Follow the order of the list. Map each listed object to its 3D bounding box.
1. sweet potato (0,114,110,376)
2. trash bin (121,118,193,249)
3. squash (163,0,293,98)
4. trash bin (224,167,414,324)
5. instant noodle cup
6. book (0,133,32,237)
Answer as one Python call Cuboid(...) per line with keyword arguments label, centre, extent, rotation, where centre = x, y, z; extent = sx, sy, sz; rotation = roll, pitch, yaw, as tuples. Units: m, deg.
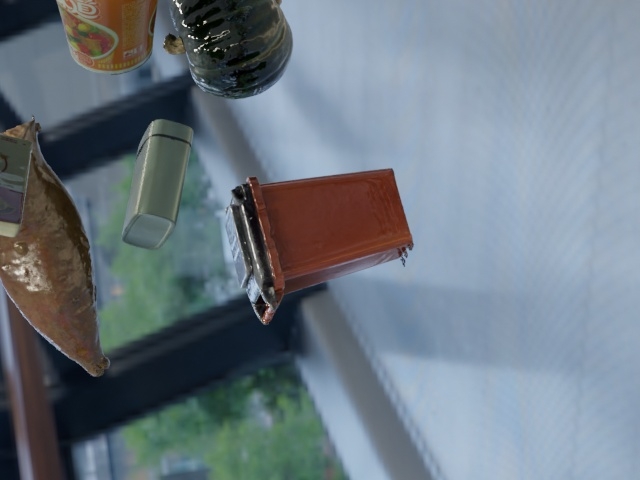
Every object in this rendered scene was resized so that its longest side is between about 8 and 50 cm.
Cuboid(label="sweet potato", centre=(-0.341, 0.017, 1.871), extent=(0.131, 0.131, 0.337), rotation=(-127, 13, -67))
Cuboid(label="trash bin", centre=(-0.204, -0.069, 1.895), extent=(0.116, 0.059, 0.130), rotation=(131, 150, -63))
Cuboid(label="squash", centre=(-0.133, -0.307, 2.209), extent=(0.218, 0.172, 0.218), rotation=(47, -165, -17))
Cuboid(label="trash bin", centre=(0.000, 0.000, 2.098), extent=(0.161, 0.238, 0.184), rotation=(118, 140, -74))
Cuboid(label="instant noodle cup", centre=(-0.279, -0.321, 1.997), extent=(0.185, 0.168, 0.168), rotation=(94, 164, -49))
Cuboid(label="book", centre=(-0.390, -0.073, 1.608), extent=(0.232, 0.162, 0.022), rotation=(-104, 30, -64))
